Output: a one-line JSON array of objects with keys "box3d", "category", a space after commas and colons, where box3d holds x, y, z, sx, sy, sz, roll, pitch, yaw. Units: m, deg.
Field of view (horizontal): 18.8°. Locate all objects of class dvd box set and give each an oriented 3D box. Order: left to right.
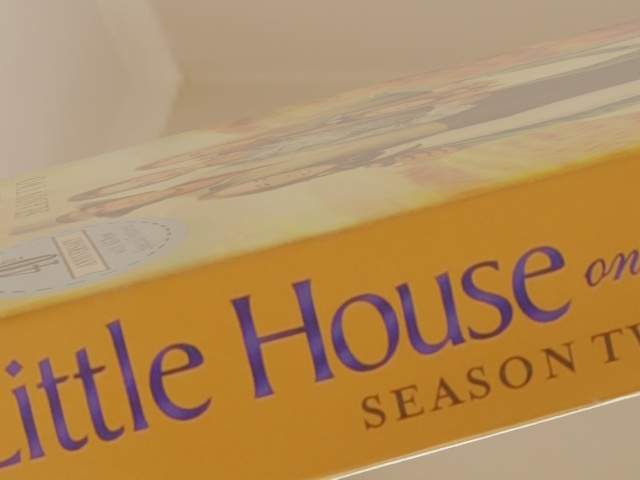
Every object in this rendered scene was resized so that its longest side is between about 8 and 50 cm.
[{"box3d": [0.000, 0.000, 0.569, 0.307, 0.420, 0.062, -138, 34, -79], "category": "dvd box set"}]
